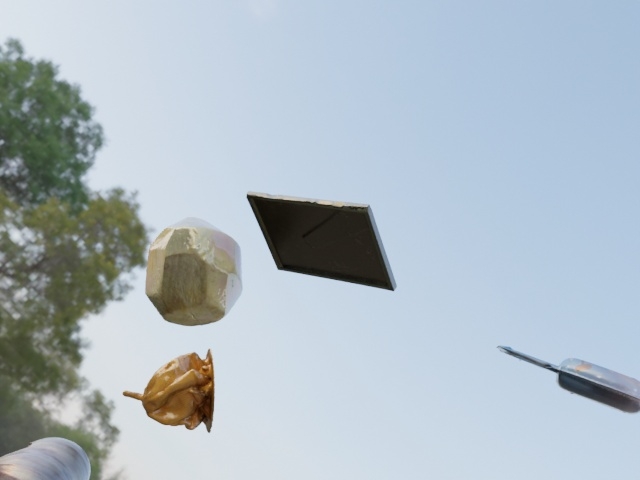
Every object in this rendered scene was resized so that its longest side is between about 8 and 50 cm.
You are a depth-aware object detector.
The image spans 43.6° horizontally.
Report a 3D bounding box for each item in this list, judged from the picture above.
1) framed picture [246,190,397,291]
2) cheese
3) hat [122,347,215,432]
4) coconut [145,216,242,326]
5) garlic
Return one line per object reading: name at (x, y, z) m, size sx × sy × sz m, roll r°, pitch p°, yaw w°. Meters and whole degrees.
framed picture at (0.000, 0.000, 1.593) m, size 0.289 × 0.016 × 0.213 m, roll 8°, pitch -44°, yaw 34°
cheese at (0.379, 0.200, 1.168) m, size 0.244 × 0.052 × 0.135 m, roll 20°, pitch -6°, yaw 19°
hat at (-0.409, 0.400, 2.136) m, size 0.244 × 0.233 × 0.234 m, roll -144°, pitch -124°, yaw -72°
coconut at (-0.265, 0.059, 1.721) m, size 0.197 × 0.237 × 0.237 m, roll 11°, pitch -12°, yaw -25°
garlic at (-0.527, 0.462, 1.455) m, size 0.256 × 0.207 × 0.207 m, roll 1°, pitch -49°, yaw 51°
